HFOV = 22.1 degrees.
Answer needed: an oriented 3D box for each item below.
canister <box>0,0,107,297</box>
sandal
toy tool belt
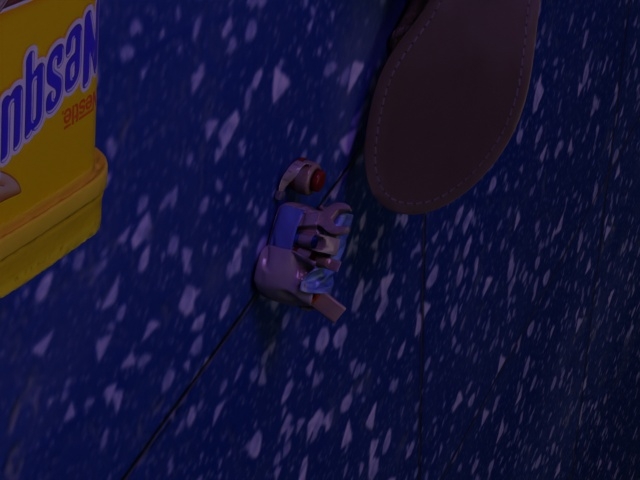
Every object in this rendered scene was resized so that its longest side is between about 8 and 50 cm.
[{"bbox_3d":[-0.118,-0.072,0.512,0.126,0.073,0.170,-41,142,-56],"label":"canister"},{"bbox_3d":[0.091,-0.133,1.002,0.079,0.088,0.240,-75,-178,-80],"label":"sandal"},{"bbox_3d":[0.000,0.000,0.913,0.052,0.051,0.083,5,102,-70],"label":"toy tool belt"}]
